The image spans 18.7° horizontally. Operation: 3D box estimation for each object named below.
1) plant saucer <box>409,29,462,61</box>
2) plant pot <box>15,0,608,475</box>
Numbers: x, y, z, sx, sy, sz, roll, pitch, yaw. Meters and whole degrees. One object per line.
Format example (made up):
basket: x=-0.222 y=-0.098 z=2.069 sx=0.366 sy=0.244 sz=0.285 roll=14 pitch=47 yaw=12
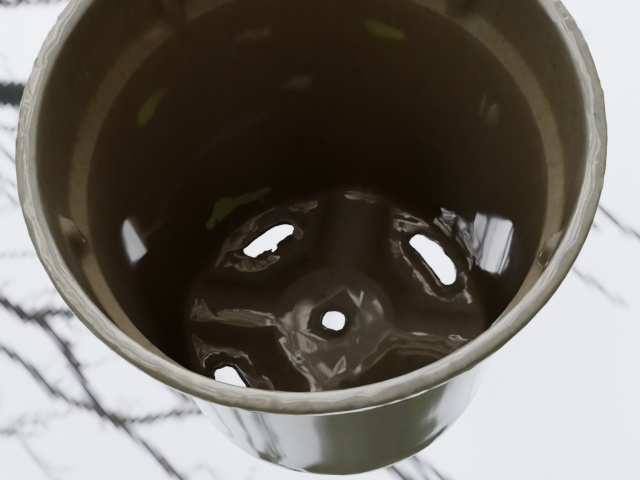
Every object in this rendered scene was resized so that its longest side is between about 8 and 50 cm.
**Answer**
plant saucer: x=0.079 y=-0.117 z=1.254 sx=0.013 sy=0.083 sz=0.083 roll=-55 pitch=-22 yaw=-15
plant pot: x=0.000 y=0.000 z=1.223 sx=0.334 sy=0.334 sz=0.305 roll=-37 pitch=-21 yaw=-13
